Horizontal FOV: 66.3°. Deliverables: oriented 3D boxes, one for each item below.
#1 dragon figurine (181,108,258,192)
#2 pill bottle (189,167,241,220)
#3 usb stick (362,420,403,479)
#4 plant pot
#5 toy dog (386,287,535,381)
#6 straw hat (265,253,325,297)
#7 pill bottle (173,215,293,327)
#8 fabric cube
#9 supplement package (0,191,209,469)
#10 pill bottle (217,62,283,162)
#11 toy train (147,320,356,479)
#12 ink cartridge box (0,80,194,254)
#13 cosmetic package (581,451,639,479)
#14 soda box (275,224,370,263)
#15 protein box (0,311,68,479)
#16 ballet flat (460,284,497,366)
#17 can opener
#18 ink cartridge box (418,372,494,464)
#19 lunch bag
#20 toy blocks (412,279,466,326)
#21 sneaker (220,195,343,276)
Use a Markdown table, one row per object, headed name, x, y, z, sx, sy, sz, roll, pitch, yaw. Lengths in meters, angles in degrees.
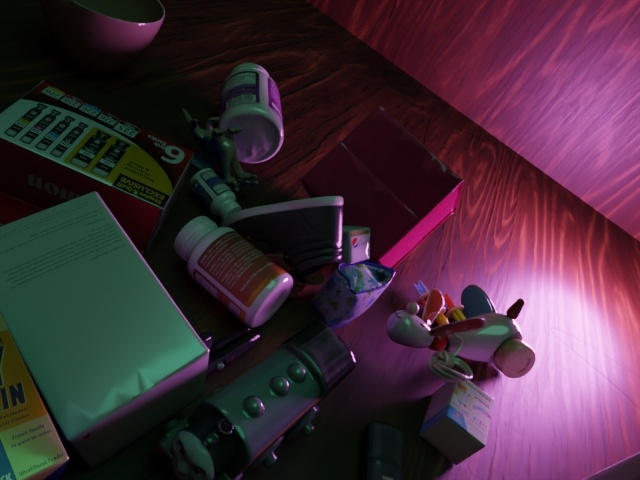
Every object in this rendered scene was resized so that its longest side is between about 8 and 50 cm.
| name | x | y | z | sx | sy | sz | roll | pitch | yaw |
| --- | --- | --- | --- | --- | --- | --- | --- | --- | --- |
| dragon figurine | -0.266 | -0.217 | 1.183 | 0.289 | 0.144 | 0.085 | 30 | 33 | 27 |
| pill bottle | -0.231 | -0.099 | 1.091 | 0.120 | 0.067 | 0.067 | 47 | 38 | 17 |
| usb stick | 0.099 | 0.420 | 0.780 | 0.077 | 0.045 | 0.278 | 27 | 37 | -12 |
| plant pot | -0.558 | -0.539 | 1.230 | 0.284 | 0.191 | 0.284 | 21 | 37 | -17 |
| toy dog | 0.323 | 0.179 | 1.057 | 0.334 | 0.161 | 0.220 | 10 | 13 | -37 |
| straw hat | -0.065 | 0.085 | 1.018 | 0.144 | 0.061 | 0.144 | 18 | 16 | -5 |
| pill bottle | -0.166 | 0.052 | 0.916 | 0.216 | 0.121 | 0.121 | 38 | 35 | 16 |
| fabric cube | 0.150 | -0.106 | 1.174 | 0.258 | 0.259 | 0.254 | 47 | 0 | 15 |
| supplement package | -0.306 | 0.116 | 0.661 | 0.177 | 0.175 | 0.293 | -29 | 67 | -31 |
| pill bottle | -0.192 | -0.360 | 1.337 | 0.169 | 0.169 | 0.301 | 17 | 40 | -23 |
| toy train | -0.089 | 0.244 | 0.707 | 0.142 | 0.190 | 0.334 | 46 | 37 | 16 |
| ink cartridge box | -0.430 | -0.118 | 0.904 | 0.309 | 0.130 | 0.272 | 24 | 38 | -15 |
| cosmetic package | 0.633 | 0.571 | 0.790 | 0.327 | 0.329 | 0.393 | 12 | 42 | -29 |
| soda box | 0.000 | 0.000 | 1.055 | 0.216 | 0.069 | 0.074 | 8 | 13 | 40 |
| protein box | -0.382 | 0.210 | 0.504 | 0.136 | 0.200 | 0.201 | -15 | 58 | -47 |
| ballet flat | 0.432 | 0.226 | 1.252 | 0.086 | 0.086 | 0.248 | 13 | 42 | -27 |
| can opener | -0.166 | 0.187 | 0.828 | 0.059 | 0.073 | 0.186 | 42 | 26 | 24 |
| ink cartridge box | 0.272 | 0.342 | 0.968 | 0.092 | 0.090 | 0.143 | 38 | 36 | 4 |
| lunch bag | 0.076 | 0.109 | 1.046 | 0.151 | 0.129 | 0.096 | -4 | 51 | -40 |
| toy blocks | 0.303 | 0.163 | 1.228 | 0.123 | 0.054 | 0.148 | 0 | 48 | -37 |
| sneaker | -0.082 | 0.004 | 0.989 | 0.104 | 0.296 | 0.147 | -2 | 85 | -60 |
